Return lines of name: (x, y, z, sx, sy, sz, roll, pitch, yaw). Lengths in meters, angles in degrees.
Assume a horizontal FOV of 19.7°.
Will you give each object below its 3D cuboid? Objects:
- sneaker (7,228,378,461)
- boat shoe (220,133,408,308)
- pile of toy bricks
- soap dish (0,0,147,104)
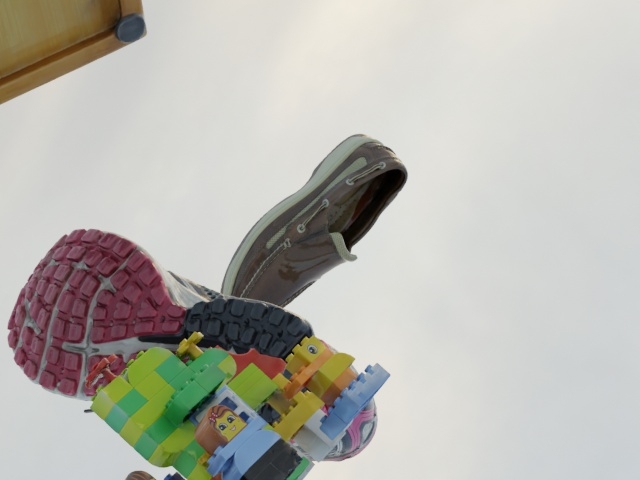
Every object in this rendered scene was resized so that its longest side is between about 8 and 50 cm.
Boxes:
sneaker: (-0.097, 0.085, 1.273, 0.299, 0.112, 0.121, 23, -100, 35)
boat shoe: (-0.004, -0.004, 2.012, 0.257, 0.095, 0.095, -52, -137, -4)
pile of toy bricks: (-0.063, 0.091, 0.868, 0.212, 0.105, 0.118, -41, 170, -47)
soap dish: (-0.236, -0.219, 1.243, 0.229, 0.291, 0.118, -27, -130, -19)
